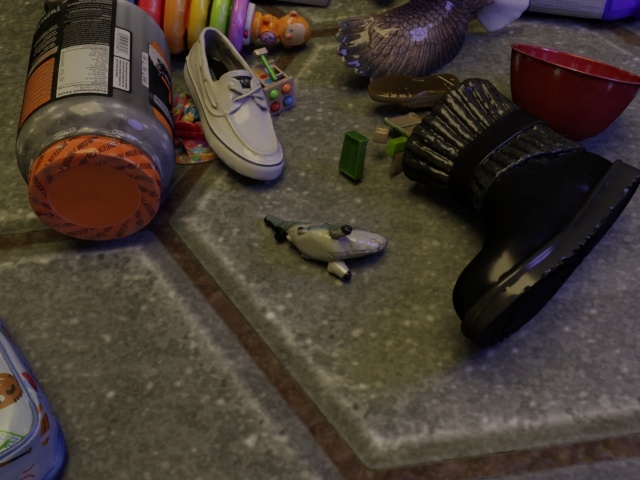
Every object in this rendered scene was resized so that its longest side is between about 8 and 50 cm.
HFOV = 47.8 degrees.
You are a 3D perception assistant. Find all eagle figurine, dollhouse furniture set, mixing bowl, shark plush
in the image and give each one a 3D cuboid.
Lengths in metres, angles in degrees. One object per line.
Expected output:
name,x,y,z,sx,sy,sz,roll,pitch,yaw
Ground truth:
eagle figurine,0.165,-0.382,1.105,0.225,0.226,0.298,-18,20,37
dollhouse furniture set,0.099,-0.130,1.012,0.152,0.058,0.076,-19,41,-37
mixing bowl,0.334,-0.196,0.983,0.182,0.098,0.181,11,24,-5
shark plush,0.000,0.000,0.909,0.161,0.073,0.067,3,27,34

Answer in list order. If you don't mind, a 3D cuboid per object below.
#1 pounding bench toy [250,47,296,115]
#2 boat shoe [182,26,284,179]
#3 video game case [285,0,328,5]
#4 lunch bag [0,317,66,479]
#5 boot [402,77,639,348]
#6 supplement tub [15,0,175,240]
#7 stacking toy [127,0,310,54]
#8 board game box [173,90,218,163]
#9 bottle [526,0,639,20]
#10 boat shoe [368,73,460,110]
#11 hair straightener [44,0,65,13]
pounding bench toy,-0.074,-0.237,1.074,0.052,0.083,0.065,-30,53,-20
boat shoe,-0.119,-0.200,1.021,0.096,0.088,0.267,-4,50,-29
video game case,-0.127,-0.555,1.358,0.329,0.036,0.299,8,50,3
lunch bag,-0.424,0.173,0.735,0.243,0.114,0.303,-34,56,-20
boot,0.192,-0.047,0.859,0.260,0.131,0.348,36,50,21
supplement tub,-0.292,-0.165,0.957,0.194,0.193,0.315,-9,50,-3
stacking toy,-0.165,-0.357,1.160,0.302,0.175,0.165,10,45,-5
board game box,-0.185,-0.184,1.070,0.133,0.033,0.168,-29,54,-19
bottle,0.460,-0.417,1.183,0.283,0.092,0.118,11,48,13
boat shoe,0.137,-0.214,1.065,0.136,0.045,0.050,-2,57,-3
hair straightener,-0.372,-0.412,1.277,0.231,0.047,0.089,-1,50,-3
